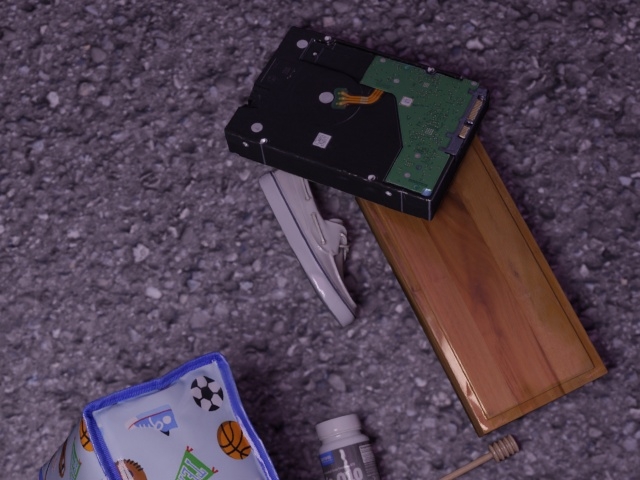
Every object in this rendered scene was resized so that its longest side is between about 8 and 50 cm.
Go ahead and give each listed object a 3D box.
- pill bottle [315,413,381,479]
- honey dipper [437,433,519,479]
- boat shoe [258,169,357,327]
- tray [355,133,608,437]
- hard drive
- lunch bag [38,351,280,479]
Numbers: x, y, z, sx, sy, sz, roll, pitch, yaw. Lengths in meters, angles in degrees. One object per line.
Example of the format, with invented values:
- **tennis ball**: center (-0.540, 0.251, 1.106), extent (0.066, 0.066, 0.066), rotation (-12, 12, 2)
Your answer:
- **pill bottle**: center (0.041, 0.321, 1.460), extent (0.078, 0.078, 0.137), rotation (-16, 75, -3)
- **honey dipper**: center (0.211, 0.330, 1.481), extent (0.161, 0.030, 0.030), rotation (-29, 76, -3)
- **boat shoe**: center (0.000, 0.000, 1.543), extent (0.088, 0.096, 0.267), rotation (-28, 68, -1)
- **tray**: center (0.233, 0.060, 1.529), extent (0.203, 0.076, 0.411), rotation (-25, 75, -5)
- **hard drive**: center (0.057, -0.183, 1.550), extent (0.339, 0.064, 0.237), rotation (19, 62, 18)
- **lunch bag**: center (-0.182, 0.390, 1.301), extent (0.239, 0.328, 0.385), rotation (-21, 77, -31)
